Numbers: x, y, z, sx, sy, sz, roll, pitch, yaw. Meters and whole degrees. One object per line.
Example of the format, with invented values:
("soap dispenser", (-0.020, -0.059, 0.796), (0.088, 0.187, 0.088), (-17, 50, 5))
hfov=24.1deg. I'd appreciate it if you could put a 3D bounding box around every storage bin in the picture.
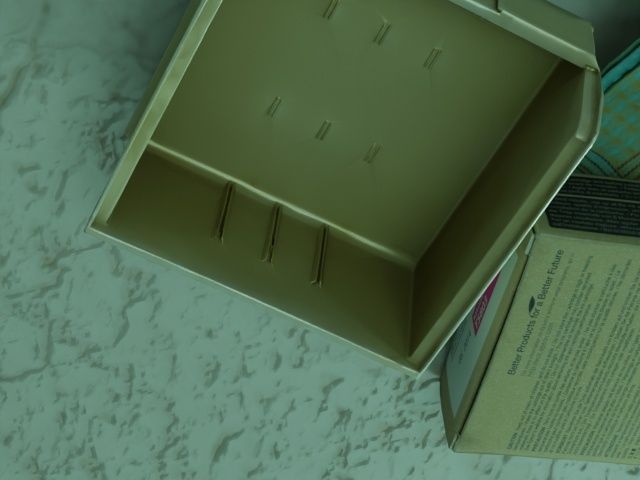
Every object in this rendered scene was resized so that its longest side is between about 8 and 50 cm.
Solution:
("storage bin", (0.017, -0.077, 1.027), (0.262, 0.123, 0.260), (25, 126, -11))

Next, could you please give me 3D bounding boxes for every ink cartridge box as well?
("ink cartridge box", (0.215, 0.065, 1.163), (0.193, 0.088, 0.234), (7, 130, -11))

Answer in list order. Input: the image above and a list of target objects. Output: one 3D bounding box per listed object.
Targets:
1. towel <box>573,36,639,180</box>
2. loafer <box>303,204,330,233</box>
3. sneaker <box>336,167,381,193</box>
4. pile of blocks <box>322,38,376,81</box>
("towel", (0.335, -0.072, 1.133), (0.271, 0.040, 0.370), (37, 122, -20))
("loafer", (0.000, 0.000, 1.171), (0.045, 0.039, 0.125), (-13, 109, -6))
("sneaker", (0.020, -0.082, 1.146), (0.135, 0.052, 0.058), (32, 94, -19))
("pile of blocks", (0.014, -0.268, 1.055), (0.149, 0.112, 0.362), (-27, 110, -2))
